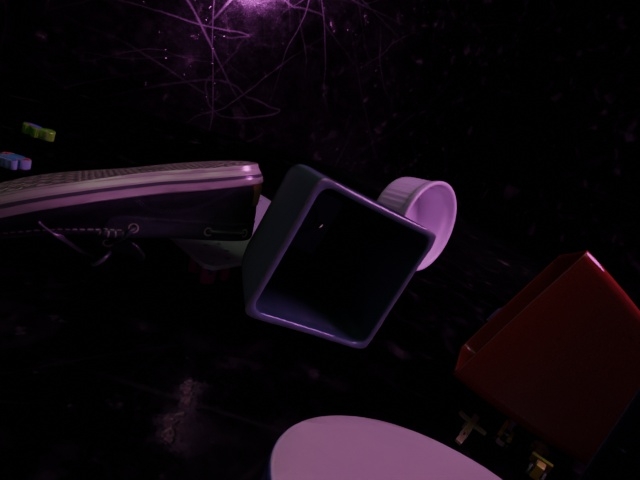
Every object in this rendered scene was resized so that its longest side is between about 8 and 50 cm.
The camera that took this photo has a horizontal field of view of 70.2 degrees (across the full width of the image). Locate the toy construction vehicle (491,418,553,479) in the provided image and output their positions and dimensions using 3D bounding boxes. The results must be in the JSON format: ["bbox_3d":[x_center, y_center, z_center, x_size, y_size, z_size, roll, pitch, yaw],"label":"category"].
[{"bbox_3d":[0.314,0.311,0.693,0.086,0.035,0.098,33,21,32],"label":"toy construction vehicle"}]

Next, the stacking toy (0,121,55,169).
[{"bbox_3d":[-0.580,-0.152,0.807,0.221,0.167,0.052,21,17,1],"label":"stacking toy"}]

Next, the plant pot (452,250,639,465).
[{"bbox_3d":[0.409,0.196,0.752,0.236,0.267,0.267,46,12,17],"label":"plant pot"}]

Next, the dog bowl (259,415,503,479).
[{"bbox_3d":[0.067,0.256,0.361,0.264,0.104,0.265,18,5,-2],"label":"dog bowl"}]

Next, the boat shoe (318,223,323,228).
[{"bbox_3d":[0.071,-0.015,1.288,0.095,0.112,0.335,43,27,8],"label":"boat shoe"}]

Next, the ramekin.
[{"bbox_3d":[0.276,-0.059,1.378,0.277,0.277,0.135,3,17,-46],"label":"ramekin"}]

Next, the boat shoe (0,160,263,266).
[{"bbox_3d":[-0.333,-0.037,0.741,0.499,0.156,0.187,-8,18,-23],"label":"boat shoe"}]

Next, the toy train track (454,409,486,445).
[{"bbox_3d":[0.222,0.289,0.691,0.048,0.014,0.083,38,29,26],"label":"toy train track"}]

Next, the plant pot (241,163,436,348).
[{"bbox_3d":[0.000,0.000,0.833,0.247,0.247,0.252,23,16,-29],"label":"plant pot"}]

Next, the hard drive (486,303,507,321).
[{"bbox_3d":[0.571,0.244,1.163,0.254,0.054,0.172,32,20,32],"label":"hard drive"}]

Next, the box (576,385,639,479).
[{"bbox_3d":[0.444,0.284,0.494,0.293,0.296,0.183,11,19,-32],"label":"box"}]

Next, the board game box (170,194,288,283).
[{"bbox_3d":[-0.217,-0.039,1.053,0.390,0.050,0.389,33,24,32],"label":"board game box"}]
